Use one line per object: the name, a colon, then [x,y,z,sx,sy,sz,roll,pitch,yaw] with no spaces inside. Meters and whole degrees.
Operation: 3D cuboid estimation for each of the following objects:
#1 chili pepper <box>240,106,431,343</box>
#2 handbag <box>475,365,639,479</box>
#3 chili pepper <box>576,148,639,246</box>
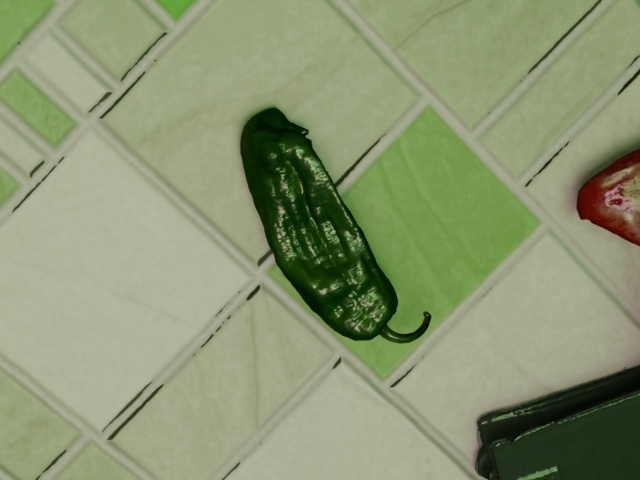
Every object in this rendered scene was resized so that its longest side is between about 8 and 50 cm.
chili pepper: [0.003,-0.003,0.848,0.100,0.074,0.257,-30,104,-1]
handbag: [0.307,0.270,0.953,0.260,0.079,0.247,-18,104,-4]
chili pepper: [0.377,-0.052,0.888,0.253,0.136,0.144,-19,149,6]
